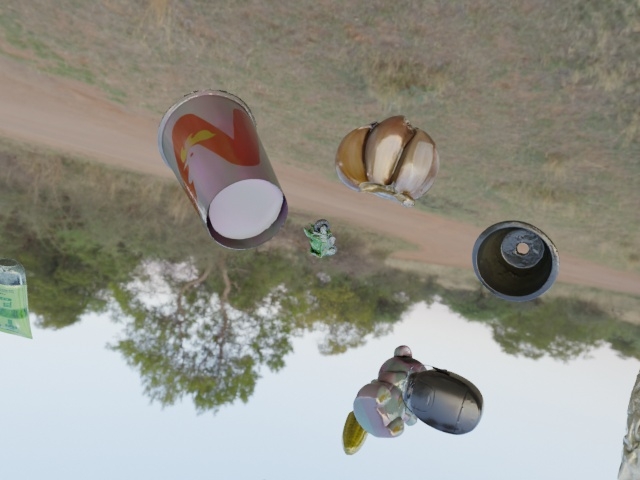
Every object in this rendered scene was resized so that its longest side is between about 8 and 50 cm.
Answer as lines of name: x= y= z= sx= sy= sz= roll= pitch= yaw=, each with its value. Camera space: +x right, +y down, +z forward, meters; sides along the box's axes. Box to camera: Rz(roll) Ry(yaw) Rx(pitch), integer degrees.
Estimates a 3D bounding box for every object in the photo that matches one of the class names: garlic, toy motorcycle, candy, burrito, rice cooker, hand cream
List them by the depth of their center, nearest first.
burrito: x=0.670 y=0.285 z=1.014 sx=0.117 sy=0.392 sz=0.076 roll=15 pitch=177 yaw=13
hand cream: x=-0.605 y=0.114 z=1.020 sx=0.095 sy=0.175 sz=0.046 roll=14 pitch=-154 yaw=-2
garlic: x=0.155 y=-0.175 z=1.178 sx=0.214 sy=0.191 sz=0.160 roll=15 pitch=178 yaw=33
rice cooker: x=0.300 y=0.387 z=1.290 sx=0.203 sy=0.142 sz=0.118 roll=22 pitch=-170 yaw=32
candy: x=0.120 y=0.689 z=1.873 sx=0.094 sy=0.106 sz=0.199 roll=17 pitch=-162 yaw=13
toy motorcycle: x=0.000 y=0.000 z=1.992 sx=0.074 sy=0.106 sz=0.190 roll=-116 pitch=5 yaw=-45

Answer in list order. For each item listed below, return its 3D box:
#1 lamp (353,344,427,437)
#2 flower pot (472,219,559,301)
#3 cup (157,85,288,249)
lamp: x=0.239 y=0.524 z=1.789 sx=0.301 sy=0.247 sz=0.247 roll=-26 pitch=-179 yaw=-43
flower pot: x=0.649 y=0.048 z=1.725 sx=0.269 sy=0.268 sz=0.166 roll=11 pitch=-160 yaw=31
cup: x=-0.166 y=-0.122 z=0.927 sx=0.203 sy=0.203 sz=0.288 roll=14 pitch=-152 yaw=-35
